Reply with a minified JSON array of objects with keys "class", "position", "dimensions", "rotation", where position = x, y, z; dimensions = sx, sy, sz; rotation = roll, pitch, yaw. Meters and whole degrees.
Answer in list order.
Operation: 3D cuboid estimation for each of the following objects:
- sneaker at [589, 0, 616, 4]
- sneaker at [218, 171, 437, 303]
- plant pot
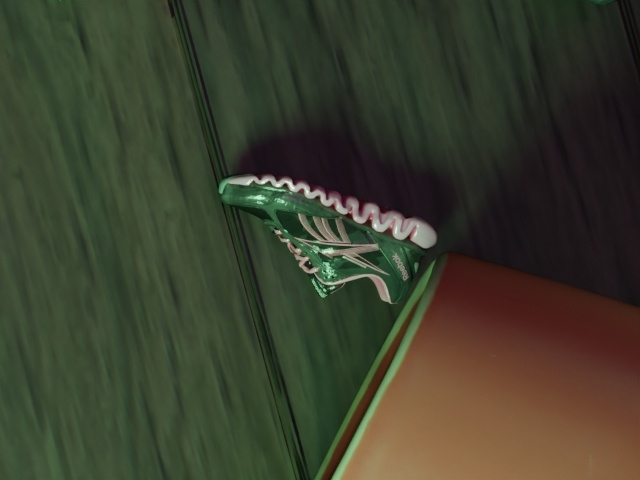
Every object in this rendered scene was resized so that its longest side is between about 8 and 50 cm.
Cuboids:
[{"class":"sneaker","position":[0.070,-0.249,0.925],"dimensions":[0.121,0.111,0.300],"rotation":[-32,87,-4]},{"class":"sneaker","position":[0.000,0.000,0.910],"dimensions":[0.119,0.047,0.057],"rotation":[19,92,-9]},{"class":"plant pot","position":[0.120,0.144,0.824],"dimensions":[0.243,0.275,0.275],"rotation":[27,79,1]}]
